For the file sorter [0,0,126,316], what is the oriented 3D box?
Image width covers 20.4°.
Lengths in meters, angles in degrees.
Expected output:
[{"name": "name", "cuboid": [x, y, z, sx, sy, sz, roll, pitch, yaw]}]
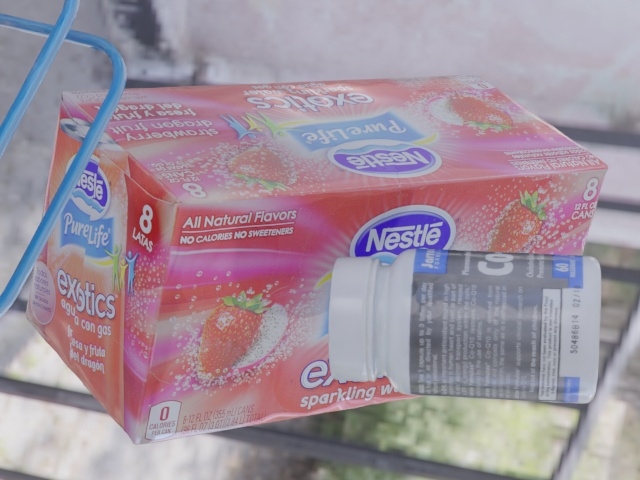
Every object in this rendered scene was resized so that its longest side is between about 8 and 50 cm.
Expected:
[{"name": "file sorter", "cuboid": [-0.142, -0.065, 0.497, 0.118, 0.104, 0.170, -66, 154, -22]}]

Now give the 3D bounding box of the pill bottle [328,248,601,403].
[{"name": "pill bottle", "cuboid": [0.075, 0.043, 0.927, 0.078, 0.137, 0.078, 2, 90, -84]}]

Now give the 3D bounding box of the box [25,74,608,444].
[{"name": "box", "cuboid": [0.000, 0.000, 1.038, 0.300, 0.142, 0.154, -5, 120, -35]}]
